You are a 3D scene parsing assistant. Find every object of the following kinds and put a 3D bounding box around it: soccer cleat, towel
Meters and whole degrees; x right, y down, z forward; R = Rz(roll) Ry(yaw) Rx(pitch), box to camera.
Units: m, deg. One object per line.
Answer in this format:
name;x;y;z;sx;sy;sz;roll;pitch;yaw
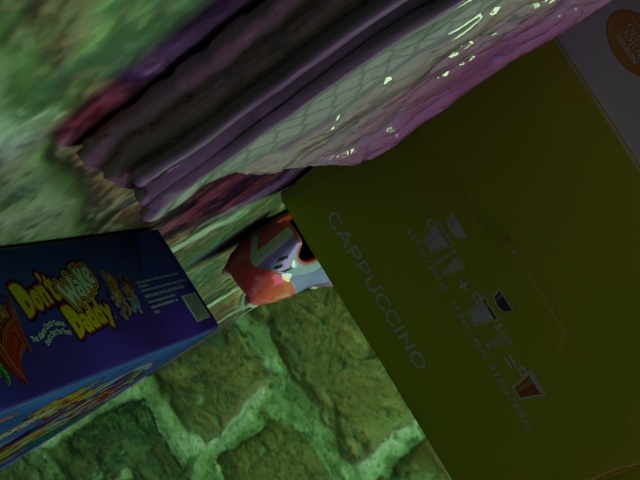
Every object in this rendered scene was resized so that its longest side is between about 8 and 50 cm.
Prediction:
soccer cleat;0.000;0.000;1.303;0.095;0.083;0.248;-40;170;29
towel;0.088;-0.125;0.628;0.332;0.053;0.317;-34;176;24

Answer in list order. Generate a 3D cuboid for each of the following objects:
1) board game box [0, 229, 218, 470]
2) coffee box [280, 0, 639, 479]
board game box;-0.214;0.095;0.729;0.233;0.078;0.347;-34;176;11
coffee box;0.240;-0.018;1.052;0.334;0.337;0.338;-29;175;-38
